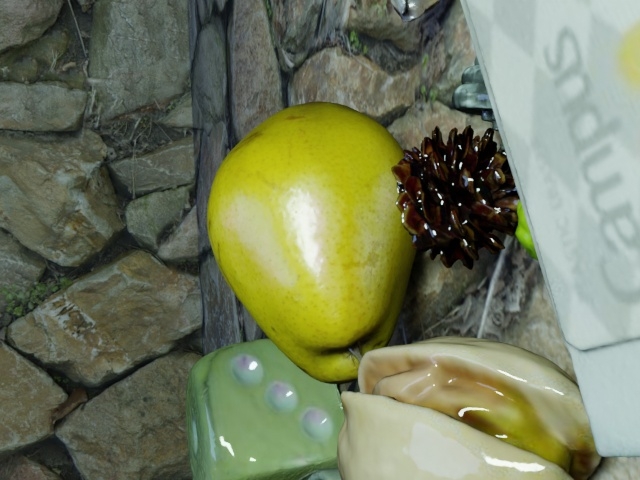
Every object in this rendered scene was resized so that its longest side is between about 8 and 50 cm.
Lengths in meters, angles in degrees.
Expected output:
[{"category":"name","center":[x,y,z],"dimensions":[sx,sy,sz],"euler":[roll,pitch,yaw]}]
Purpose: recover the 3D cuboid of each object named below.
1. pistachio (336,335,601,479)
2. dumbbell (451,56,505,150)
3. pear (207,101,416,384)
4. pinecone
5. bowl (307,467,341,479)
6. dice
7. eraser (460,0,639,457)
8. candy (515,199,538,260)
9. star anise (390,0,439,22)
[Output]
[{"category":"pistachio","center":[0.126,0.194,0.633],"dimensions":[0.193,0.214,0.318],"euler":[-55,14,-24]},{"category":"dumbbell","center":[0.173,-0.200,0.546],"dimensions":[0.110,0.110,0.255],"euler":[-156,70,-69]},{"category":"pear","center":[0.008,-0.004,0.826],"dimensions":[0.336,0.285,0.285],"euler":[61,156,9]},{"category":"pinecone","center":[0.137,-0.043,0.628],"dimensions":[0.120,0.140,0.140],"euler":[-21,68,27]},{"category":"bowl","center":[0.086,0.423,0.799],"dimensions":[0.307,0.163,0.307],"euler":[176,90,-71]},{"category":"dice","center":[-0.104,0.338,1.198],"dimensions":[0.254,0.249,0.252],"euler":[111,149,-49]},{"category":"eraser","center":[0.182,-0.096,0.354],"dimensions":[0.213,0.082,0.397],"euler":[135,125,-66]},{"category":"candy","center":[0.209,-0.079,0.475],"dimensions":[0.097,0.096,0.210],"euler":[-128,47,-58]},{"category":"star anise","center":[0.108,-0.352,0.707],"dimensions":[0.229,0.093,0.236],"euler":[-146,57,-67]}]
